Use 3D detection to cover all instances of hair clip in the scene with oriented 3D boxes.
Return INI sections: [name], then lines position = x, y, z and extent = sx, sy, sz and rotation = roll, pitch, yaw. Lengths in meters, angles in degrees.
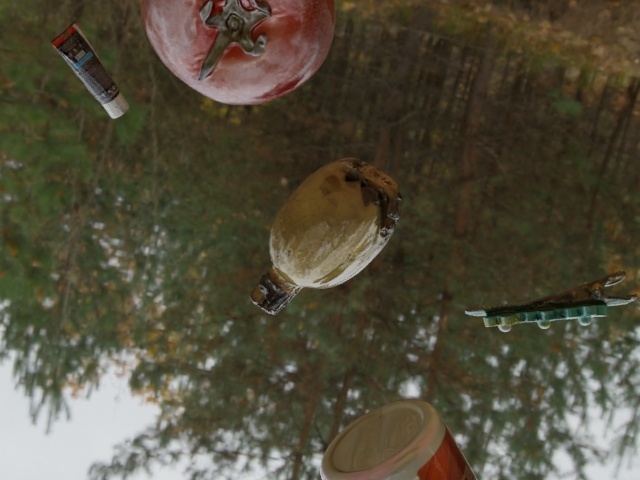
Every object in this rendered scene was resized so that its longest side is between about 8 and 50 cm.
[hair clip]
position = 0.237, 0.070, 0.850
extent = 0.173, 0.049, 0.049
rotation = -13, -177, 16

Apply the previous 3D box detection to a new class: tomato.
[tomato]
position = -0.113, -0.329, 1.145
extent = 0.270, 0.270, 0.227
rotation = 12, -149, -8

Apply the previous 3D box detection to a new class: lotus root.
[lotus root]
position = 0.000, 0.000, 1.354
extent = 0.183, 0.310, 0.183
rotation = 36, -161, -15

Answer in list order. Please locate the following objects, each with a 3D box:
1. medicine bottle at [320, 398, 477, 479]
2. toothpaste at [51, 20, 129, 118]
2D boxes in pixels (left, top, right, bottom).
[medicine bottle]
position = 0.159, 0.462, 1.541
extent = 0.252, 0.241, 0.252
rotation = -29, -167, 7
[toothpaste]
position = -0.443, -0.329, 1.601
extent = 0.045, 0.071, 0.193
rotation = 4, 139, 41
